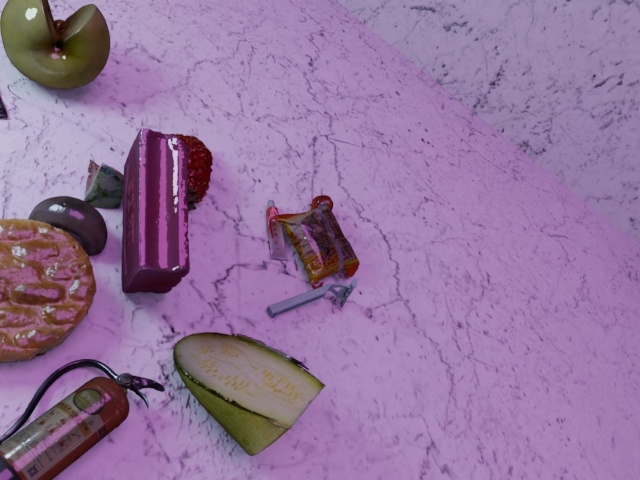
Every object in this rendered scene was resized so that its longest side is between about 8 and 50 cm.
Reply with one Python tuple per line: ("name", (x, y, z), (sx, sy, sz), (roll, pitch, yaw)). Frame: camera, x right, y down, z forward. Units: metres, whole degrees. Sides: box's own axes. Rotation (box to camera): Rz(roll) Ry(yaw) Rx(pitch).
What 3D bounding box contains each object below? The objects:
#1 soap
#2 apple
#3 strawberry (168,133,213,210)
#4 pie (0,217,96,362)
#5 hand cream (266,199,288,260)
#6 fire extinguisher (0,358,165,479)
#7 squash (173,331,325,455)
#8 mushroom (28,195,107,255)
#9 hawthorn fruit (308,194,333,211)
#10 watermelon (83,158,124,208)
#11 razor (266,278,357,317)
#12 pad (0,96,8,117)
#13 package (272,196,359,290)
("soap", (-0.407, -0.065, 1.366), (0.128, 0.233, 0.359), (5, 69, -29))
("apple", (-0.760, -0.589, 1.594), (0.292, 0.292, 0.254), (6, 29, -31))
("strawberry", (-0.425, -0.253, 1.649), (0.233, 0.137, 0.306), (20, 48, -18))
("pie", (-0.659, 0.102, 1.203), (0.339, 0.083, 0.339), (12, 57, -20))
("hand cream", (-0.145, -0.034, 1.736), (0.052, 0.038, 0.216), (-9, 60, -7))
("fire extinguisher", (-0.512, 0.348, 1.094), (0.200, 0.113, 0.376), (46, 43, 8))
("squash", (-0.186, 0.309, 1.288), (0.309, 0.210, 0.233), (50, 31, 5))
("mushroom", (-0.619, -0.045, 1.366), (0.188, 0.117, 0.141), (18, 35, -16))
("hawthorn fruit", (0.006, -0.121, 1.883), (0.077, 0.077, 0.077), (19, 46, -21))
("watermelon", (-0.593, -0.147, 1.512), (0.098, 0.121, 0.158), (21, -1, -40))
("razor", (-0.029, 0.168, 1.613), (0.278, 0.111, 0.056), (-10, 57, -29))
("pad", (-0.976, -0.390, 1.467), (0.233, 0.022, 0.174), (-9, 60, -41))
("package", (-0.004, 0.003, 1.739), (0.223, 0.108, 0.288), (-24, 77, -40))
